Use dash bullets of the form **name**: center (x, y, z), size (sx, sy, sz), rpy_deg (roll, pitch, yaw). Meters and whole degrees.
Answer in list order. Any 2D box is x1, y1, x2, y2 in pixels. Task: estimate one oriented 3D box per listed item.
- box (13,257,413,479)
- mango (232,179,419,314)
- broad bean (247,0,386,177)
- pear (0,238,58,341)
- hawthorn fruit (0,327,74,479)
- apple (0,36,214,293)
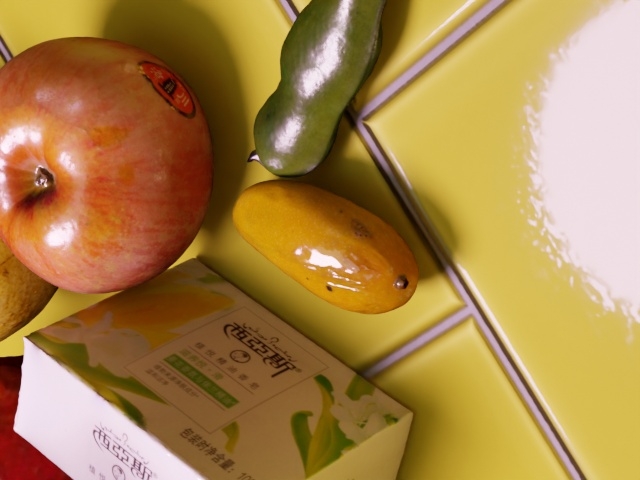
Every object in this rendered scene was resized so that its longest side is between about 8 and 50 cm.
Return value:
- **box**: center (-0.089, 0.145, 1.342), size (0.260, 0.194, 0.111), rpy_deg (31, 128, 29)
- **mango**: center (0.000, 0.000, 1.272), size (0.190, 0.075, 0.098), rpy_deg (29, 157, 42)
- **broad bean**: center (0.026, -0.142, 1.197), size (0.098, 0.056, 0.318), rpy_deg (56, 135, 8)
- **pear**: center (-0.329, 0.001, 1.497), size (0.209, 0.209, 0.209), rpy_deg (21, 122, 37)
- **hawthorn fruit**: center (-0.260, 0.215, 1.496), size (0.265, 0.265, 0.307), rpy_deg (24, 126, 35)
- **apple**: center (-0.184, -0.062, 1.350), size (0.209, 0.164, 0.209), rpy_deg (8, 103, 37)
